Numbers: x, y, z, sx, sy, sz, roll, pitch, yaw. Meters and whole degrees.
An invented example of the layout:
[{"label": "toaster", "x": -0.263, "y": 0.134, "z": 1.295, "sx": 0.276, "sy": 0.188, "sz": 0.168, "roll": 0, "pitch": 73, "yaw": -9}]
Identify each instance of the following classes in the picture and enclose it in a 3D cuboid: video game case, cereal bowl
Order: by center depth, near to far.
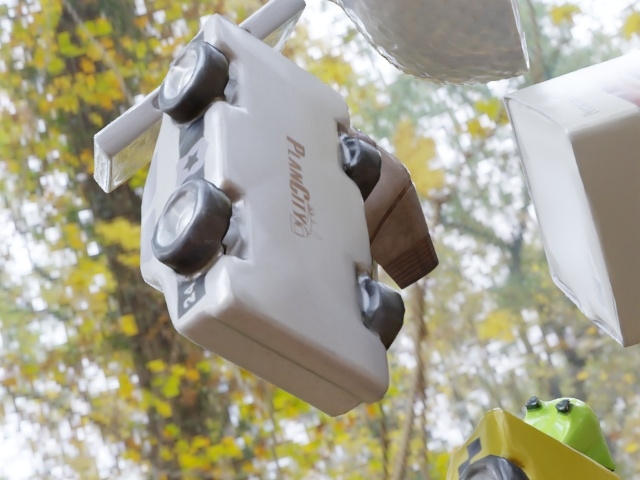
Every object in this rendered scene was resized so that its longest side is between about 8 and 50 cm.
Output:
[{"label": "cereal bowl", "x": 0.048, "y": -0.270, "z": 1.083, "sx": 0.141, "sy": 0.339, "sz": 0.339, "roll": -12, "pitch": -32, "yaw": 11}, {"label": "video game case", "x": -0.099, "y": -0.112, "z": 1.155, "sx": 0.183, "sy": 0.023, "sz": 0.201, "roll": -39, "pitch": 1, "yaw": -10}]

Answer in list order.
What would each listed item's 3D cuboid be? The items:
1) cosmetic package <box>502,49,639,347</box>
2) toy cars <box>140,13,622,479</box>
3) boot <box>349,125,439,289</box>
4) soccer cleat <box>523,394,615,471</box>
[{"label": "cosmetic package", "x": 0.271, "y": -0.061, "z": 0.839, "sx": 0.296, "sy": 0.153, "sz": 0.129, "roll": -19, "pitch": -75, "yaw": -4}, {"label": "toy cars", "x": 0.024, "y": 0.081, "z": 0.587, "sx": 0.087, "sy": 0.394, "sz": 0.176, "roll": -43, "pitch": -17, "yaw": 27}, {"label": "boot", "x": 0.000, "y": 0.000, "z": 0.759, "sx": 0.118, "sy": 0.087, "sz": 0.042, "roll": -34, "pitch": 7, "yaw": 17}, {"label": "soccer cleat", "x": 0.108, "y": 0.167, "z": 0.854, "sx": 0.179, "sy": 0.060, "sz": 0.072, "roll": -45, "pitch": -66, "yaw": -22}]
